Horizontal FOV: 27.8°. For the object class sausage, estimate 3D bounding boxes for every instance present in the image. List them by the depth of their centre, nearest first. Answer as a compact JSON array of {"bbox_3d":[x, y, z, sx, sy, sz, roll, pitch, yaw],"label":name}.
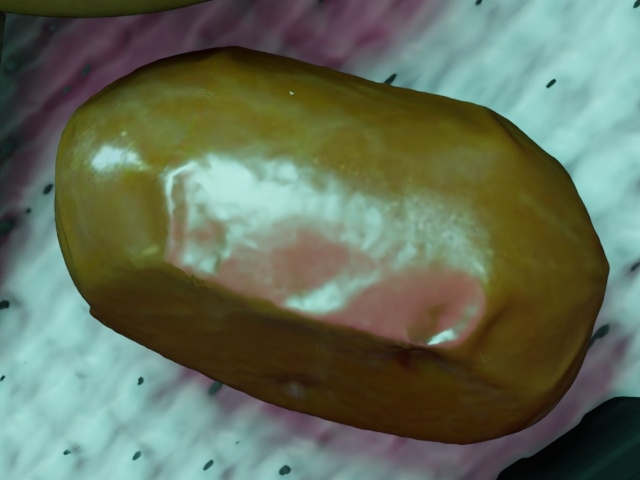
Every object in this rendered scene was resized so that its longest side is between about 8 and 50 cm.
[{"bbox_3d":[0.000,0.001,0.612,0.268,0.153,0.141,18,57,6],"label":"sausage"}]

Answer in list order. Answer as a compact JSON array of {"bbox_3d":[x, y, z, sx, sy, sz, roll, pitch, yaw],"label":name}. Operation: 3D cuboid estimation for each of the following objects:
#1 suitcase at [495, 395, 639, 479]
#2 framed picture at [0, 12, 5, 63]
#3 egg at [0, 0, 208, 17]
[{"bbox_3d":[0.058,0.192,0.598,0.285,0.206,0.066,-36,95,10],"label":"suitcase"},{"bbox_3d":[-0.259,-0.022,0.656,0.184,0.016,0.250,14,121,1],"label":"framed picture"},{"bbox_3d":[-0.107,-0.222,0.556,0.322,0.250,0.250,6,97,-2],"label":"egg"}]
